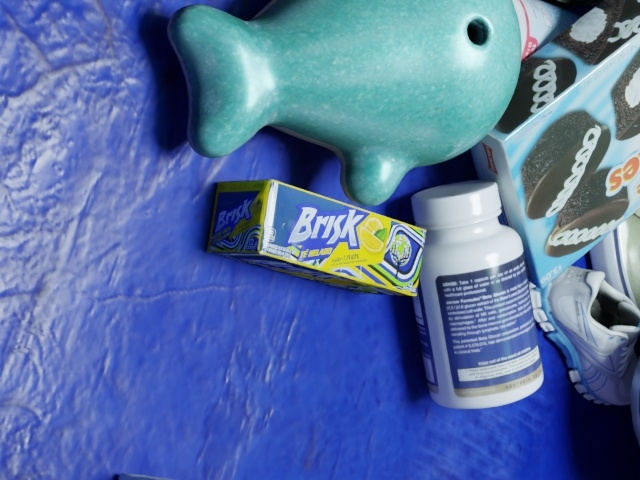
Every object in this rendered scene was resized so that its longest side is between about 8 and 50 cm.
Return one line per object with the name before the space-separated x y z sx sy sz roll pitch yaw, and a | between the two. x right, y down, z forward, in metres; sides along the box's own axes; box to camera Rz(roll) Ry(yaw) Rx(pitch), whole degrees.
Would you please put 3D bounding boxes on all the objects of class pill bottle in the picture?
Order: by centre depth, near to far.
pill bottle | 0.120 0.041 1.130 0.094 0.094 0.169 -21 105 -44
pill bottle | 0.180 -0.159 1.196 0.160 0.087 0.087 7 85 -45

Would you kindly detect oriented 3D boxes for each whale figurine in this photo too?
whale figurine | 0.029 -0.131 0.995 0.272 0.141 0.216 -12 96 -37

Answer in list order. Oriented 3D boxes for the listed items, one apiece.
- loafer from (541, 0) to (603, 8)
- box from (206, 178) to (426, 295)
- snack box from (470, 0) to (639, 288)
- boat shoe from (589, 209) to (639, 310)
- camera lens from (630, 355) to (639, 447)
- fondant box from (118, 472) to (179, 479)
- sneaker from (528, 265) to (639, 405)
loafer | 0.229 -0.228 1.236 0.267 0.096 0.084 -5 129 -33
box | 0.000 0.000 1.032 0.169 0.059 0.054 16 79 -45
snack box | 0.270 -0.123 1.189 0.322 0.060 0.187 -38 138 -13
boat shoe | 0.315 -0.062 1.329 0.109 0.094 0.302 -2 91 -46
camera lens | 0.411 0.138 1.292 0.274 0.219 0.219 -6 95 -68
fondant box | 0.050 0.239 0.954 0.330 0.238 0.096 25 71 -43
sneaker | 0.262 0.090 1.284 0.190 0.083 0.071 48 56 -36
